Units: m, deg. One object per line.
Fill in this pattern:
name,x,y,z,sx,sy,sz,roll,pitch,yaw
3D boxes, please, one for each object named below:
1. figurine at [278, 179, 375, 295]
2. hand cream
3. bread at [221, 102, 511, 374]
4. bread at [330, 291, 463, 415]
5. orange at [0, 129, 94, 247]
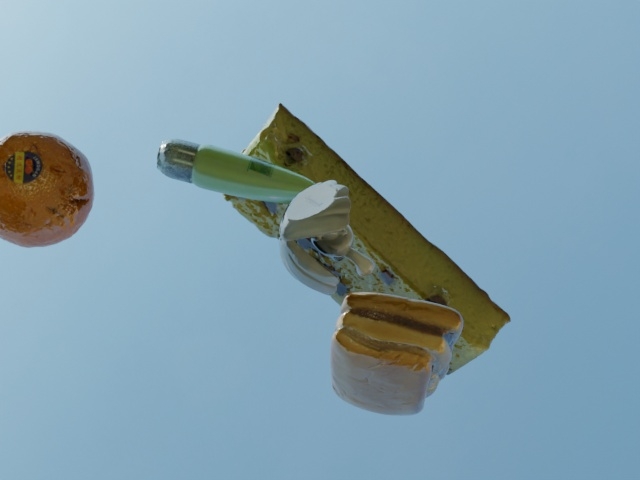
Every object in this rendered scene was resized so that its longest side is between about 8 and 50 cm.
figurine,0.000,0.000,0.948,0.082,0.086,0.094,-39,-144,-14
hand cream,-0.080,-0.067,1.067,0.175,0.095,0.046,12,-98,-2
bread,0.043,0.012,1.199,0.361,0.138,0.077,43,-129,-4
bread,0.070,0.115,1.019,0.116,0.200,0.077,16,-114,7
orange,-0.322,-0.055,1.173,0.136,0.117,0.135,0,-120,0
